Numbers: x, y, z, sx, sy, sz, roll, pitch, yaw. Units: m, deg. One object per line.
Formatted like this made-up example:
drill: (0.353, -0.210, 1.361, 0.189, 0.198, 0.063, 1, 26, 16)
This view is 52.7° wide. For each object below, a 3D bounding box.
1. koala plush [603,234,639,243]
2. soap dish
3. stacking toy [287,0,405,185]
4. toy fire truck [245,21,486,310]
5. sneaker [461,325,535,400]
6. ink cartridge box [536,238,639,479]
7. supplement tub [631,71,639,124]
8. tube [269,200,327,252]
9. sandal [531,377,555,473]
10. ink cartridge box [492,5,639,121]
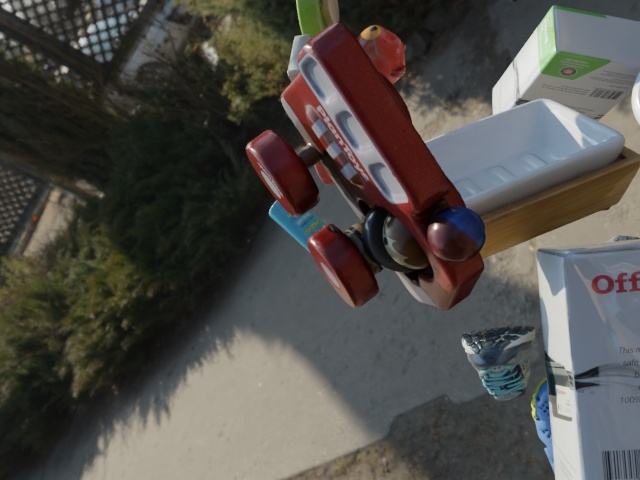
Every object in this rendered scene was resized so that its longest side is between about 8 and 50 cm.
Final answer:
koala plush: (0.606, 0.092, 1.359, 0.196, 0.221, 0.203, 45, 124, 28)
soap dish: (0.283, -0.094, 0.970, 0.291, 0.118, 0.229, -21, 33, -7)
stacking toy: (0.056, -0.256, 0.972, 0.130, 0.279, 0.309, -4, 60, 13)
toy fire truck: (0.061, -0.053, 0.660, 0.169, 0.302, 0.254, -35, 8, -7)
sneaker: (0.307, 0.203, 1.061, 0.110, 0.283, 0.122, -9, 80, 22)
ink cartridge box: (0.464, 0.191, 0.867, 0.166, 0.285, 0.394, -23, -72, -84)
supplement tub: (0.685, -0.222, 1.107, 0.191, 0.272, 0.191, -27, 54, 46)
tube: (0.000, 0.000, 1.154, 0.080, 0.207, 0.052, -45, -13, -24)
sandal: (0.424, 0.366, 1.045, 0.126, 0.317, 0.138, -14, 13, 15)
ink cartridge box: (0.492, -0.322, 1.298, 0.273, 0.198, 0.114, 118, 158, -67)
